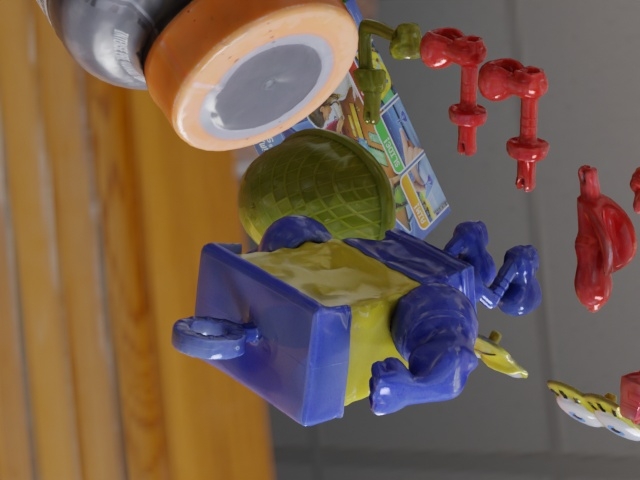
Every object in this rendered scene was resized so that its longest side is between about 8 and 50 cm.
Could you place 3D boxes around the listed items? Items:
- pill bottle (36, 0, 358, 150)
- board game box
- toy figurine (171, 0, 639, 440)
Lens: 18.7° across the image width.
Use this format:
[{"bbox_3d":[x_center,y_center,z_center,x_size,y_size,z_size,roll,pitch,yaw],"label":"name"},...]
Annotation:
[{"bbox_3d":[-0.079,-0.156,0.841,0.246,0.130,0.130,57,-38,25],"label":"pill bottle"},{"bbox_3d":[0.017,-0.071,1.512,0.035,0.136,0.201,-5,-61,44],"label":"board game box"},{"bbox_3d":[0.000,0.000,1.032,0.362,0.217,0.191,30,-53,47],"label":"toy figurine"}]
